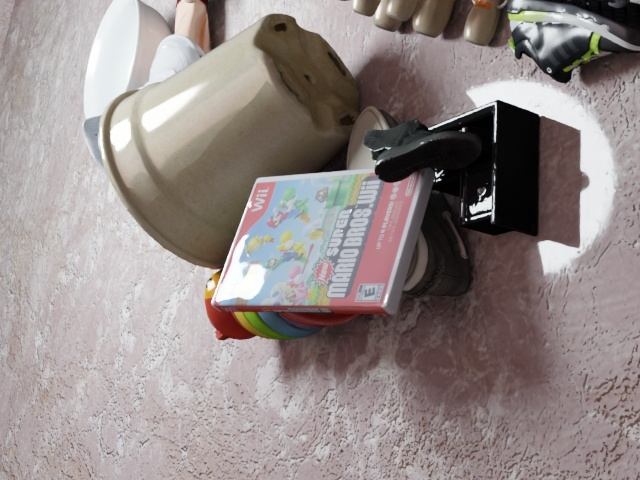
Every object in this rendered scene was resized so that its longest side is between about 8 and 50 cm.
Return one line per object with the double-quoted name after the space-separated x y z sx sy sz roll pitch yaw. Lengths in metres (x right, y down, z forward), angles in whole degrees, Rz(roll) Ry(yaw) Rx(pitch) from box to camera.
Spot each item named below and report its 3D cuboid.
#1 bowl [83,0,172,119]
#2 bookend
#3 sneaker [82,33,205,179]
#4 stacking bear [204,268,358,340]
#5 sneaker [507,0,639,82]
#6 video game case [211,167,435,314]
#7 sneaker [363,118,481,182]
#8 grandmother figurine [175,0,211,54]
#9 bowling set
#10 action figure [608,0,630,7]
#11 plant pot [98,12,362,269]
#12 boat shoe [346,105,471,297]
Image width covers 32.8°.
-0.377 -0.355 2.253 0.298 0.134 0.298 -28 56 52 "bowl"
0.192 -0.075 1.355 0.157 0.072 0.156 -16 65 54 "bookend"
-0.290 -0.223 1.881 0.137 0.210 0.366 -13 66 29 "sneaker"
-0.072 0.075 1.611 0.289 0.164 0.175 -23 45 51 "stacking bear"
0.304 -0.229 1.262 0.234 0.084 0.097 35 132 56 "sneaker"
0.000 0.000 1.406 0.285 0.025 0.204 -2 59 38 "video game case"
0.125 -0.122 1.347 0.170 0.051 0.089 -15 35 30 "sneaker"
-0.250 -0.452 2.141 0.208 0.104 0.343 145 133 -64 "grandmother figurine"
0.117 -0.374 1.474 0.287 0.199 0.154 25 98 53 "bowling set"
0.302 -0.334 1.205 0.275 0.164 0.141 -141 42 -63 "action figure"
-0.114 -0.174 1.666 0.305 0.333 0.334 -35 50 31 "plant pot"
0.114 -0.049 1.464 0.112 0.095 0.335 -53 34 33 "boat shoe"
